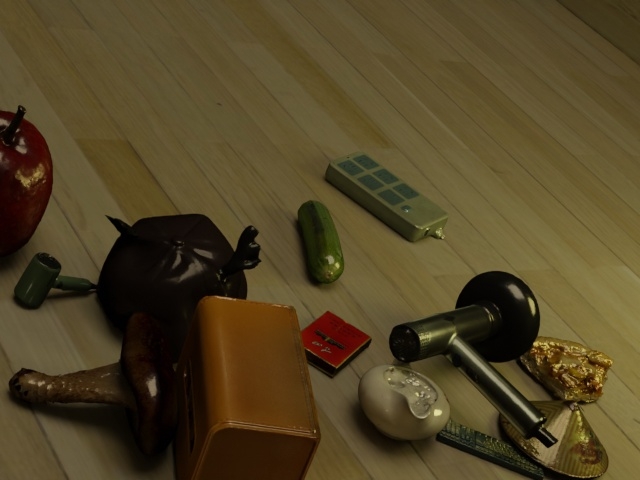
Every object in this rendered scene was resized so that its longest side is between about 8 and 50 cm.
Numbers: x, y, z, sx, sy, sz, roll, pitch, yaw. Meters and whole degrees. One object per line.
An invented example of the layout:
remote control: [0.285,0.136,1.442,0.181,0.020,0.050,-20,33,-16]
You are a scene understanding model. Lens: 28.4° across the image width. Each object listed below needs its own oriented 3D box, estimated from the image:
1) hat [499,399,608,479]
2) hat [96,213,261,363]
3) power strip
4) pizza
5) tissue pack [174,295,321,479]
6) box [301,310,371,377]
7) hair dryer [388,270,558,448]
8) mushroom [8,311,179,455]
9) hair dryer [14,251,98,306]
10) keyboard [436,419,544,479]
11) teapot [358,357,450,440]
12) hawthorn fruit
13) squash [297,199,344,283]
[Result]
hat: [0.388,0.290,2.022,0.193,0.082,0.193,18,26,-9]
hat: [-0.202,0.018,1.944,0.238,0.209,0.336,24,28,7]
power strip: [0.132,-0.087,2.512,0.270,0.046,0.118,38,32,23]
pizza: [0.426,0.225,2.190,0.182,0.062,0.161,23,35,-4]
tissue pack: [-0.107,0.228,1.677,0.145,0.194,0.274,13,30,-18]
box: [0.016,0.165,2.039,0.090,0.023,0.133,31,30,17]
hair dryer: [0.269,0.212,2.031,0.284,0.155,0.320,55,32,7]
mushroom: [-0.302,0.202,1.684,0.217,0.148,0.227,-6,27,-12]
hair dryer: [-0.381,0.065,1.899,0.150,0.071,0.047,13,28,-49]
keyboard: [0.265,0.323,1.965,0.176,0.014,0.055,23,26,-2]
teapot: [0.123,0.241,1.917,0.145,0.092,0.226,20,21,-13]
hawthorn fruit: [-0.490,-0.104,1.897,0.210,0.266,0.230,38,31,-11]
squash: [0.000,0.000,2.260,0.066,0.066,0.229,12,30,-18]
